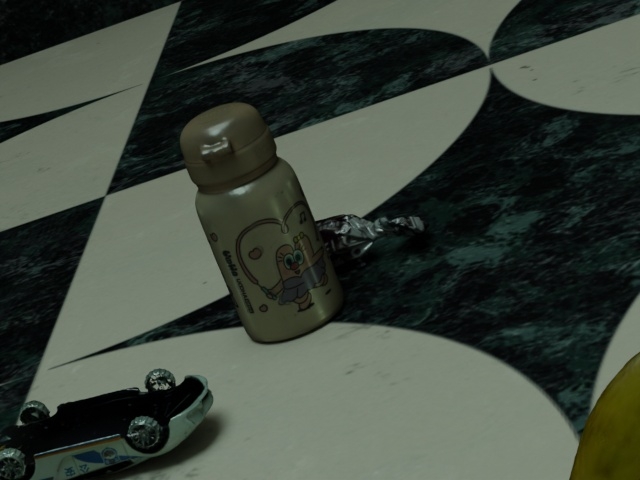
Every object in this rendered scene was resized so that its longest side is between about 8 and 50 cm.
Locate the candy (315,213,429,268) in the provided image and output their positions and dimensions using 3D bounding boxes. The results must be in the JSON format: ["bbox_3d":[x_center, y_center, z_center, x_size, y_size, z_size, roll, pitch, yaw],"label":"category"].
[{"bbox_3d":[0.000,0.001,1.681,0.226,0.051,0.094,-9,20,30],"label":"candy"}]

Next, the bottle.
[{"bbox_3d":[-0.056,-0.023,1.564,0.097,0.209,0.110,-17,20,11],"label":"bottle"}]

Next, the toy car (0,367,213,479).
[{"bbox_3d":[-0.183,0.161,1.444,0.205,0.056,0.095,-14,21,10],"label":"toy car"}]

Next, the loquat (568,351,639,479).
[{"bbox_3d":[0.221,0.134,0.907,0.213,0.213,0.246,-26,20,-12],"label":"loquat"}]
